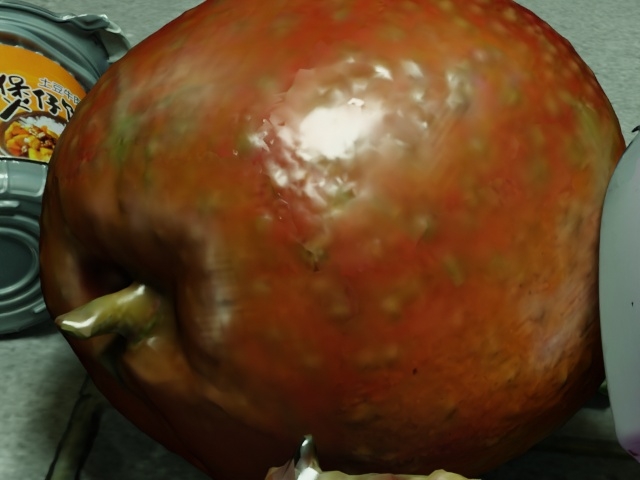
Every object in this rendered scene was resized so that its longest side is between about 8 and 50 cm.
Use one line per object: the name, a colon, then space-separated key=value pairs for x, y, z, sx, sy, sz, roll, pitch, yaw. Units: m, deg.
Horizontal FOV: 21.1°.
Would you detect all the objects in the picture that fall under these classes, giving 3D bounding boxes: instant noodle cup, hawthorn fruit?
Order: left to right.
instant noodle cup: x=-0.189 y=-0.029 z=0.954 sx=0.178 sy=0.208 sz=0.125 roll=32 pitch=27 yaw=-40
hawthorn fruit: x=0.000 y=0.000 z=0.816 sx=0.300 sy=0.275 sz=0.275 roll=-22 pitch=38 yaw=-39

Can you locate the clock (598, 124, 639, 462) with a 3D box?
clock: x=0.279 y=0.057 z=0.754 sx=0.339 sy=0.338 sz=0.102 roll=-20 pitch=-7 yaw=-34

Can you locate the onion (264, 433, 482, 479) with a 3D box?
onion: x=0.004 y=0.248 z=0.393 sx=0.348 sy=0.347 sz=0.385 roll=9 pitch=69 yaw=10

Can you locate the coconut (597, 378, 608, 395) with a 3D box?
coconut: x=0.153 y=0.036 z=0.941 sx=0.083 sy=0.082 sz=0.081 roll=9 pitch=25 yaw=-40
